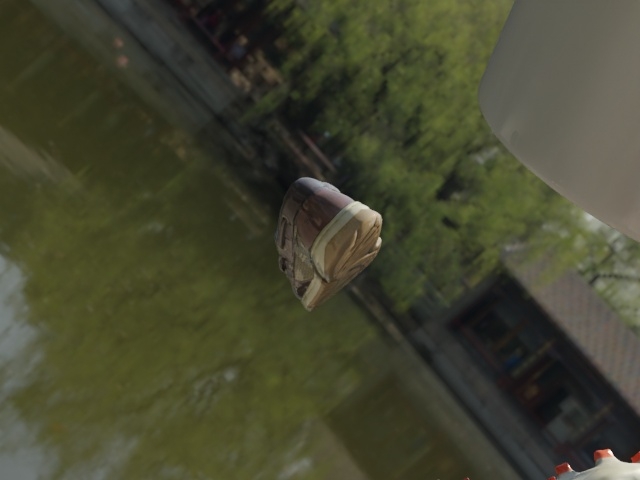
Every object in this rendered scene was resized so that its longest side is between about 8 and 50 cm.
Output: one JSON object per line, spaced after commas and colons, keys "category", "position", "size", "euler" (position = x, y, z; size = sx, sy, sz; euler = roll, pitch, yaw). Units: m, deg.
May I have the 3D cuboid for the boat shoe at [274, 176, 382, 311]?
{"category": "boat shoe", "position": [0.000, 0.000, 1.243], "size": [0.092, 0.103, 0.285], "euler": [47, -9, 8]}

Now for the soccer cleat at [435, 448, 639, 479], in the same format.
{"category": "soccer cleat", "position": [0.123, 0.163, 0.653], "size": [0.196, 0.068, 0.076], "euler": [-1, 56, -34]}

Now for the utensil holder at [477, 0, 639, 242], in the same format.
{"category": "utensil holder", "position": [0.324, -0.207, 0.829], "size": [0.327, 0.385, 0.328], "euler": [18, 29, -10]}
